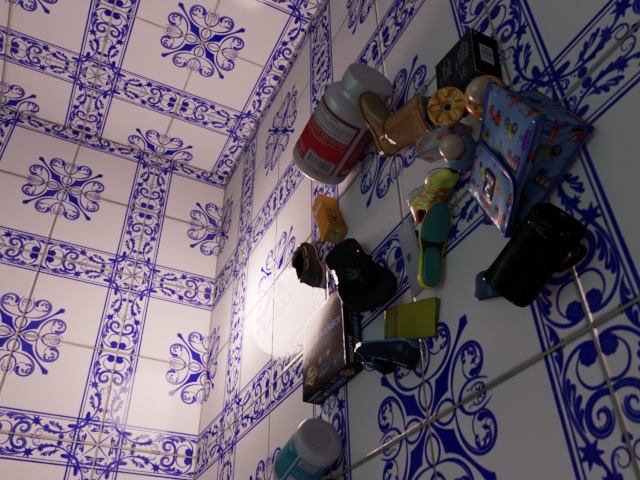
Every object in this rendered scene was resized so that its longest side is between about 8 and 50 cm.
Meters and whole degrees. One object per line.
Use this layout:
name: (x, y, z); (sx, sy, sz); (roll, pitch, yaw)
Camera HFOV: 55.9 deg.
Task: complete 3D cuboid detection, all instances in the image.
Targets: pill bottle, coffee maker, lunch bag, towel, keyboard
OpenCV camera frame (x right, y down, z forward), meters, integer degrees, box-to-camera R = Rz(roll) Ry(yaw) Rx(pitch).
pill bottle: (-0.053, 0.663, 1.812); (0.264, 0.146, 0.146); (-59, 26, 33)
pill bottle: (0.080, -0.411, 2.143); (0.407, 0.229, 0.229); (-56, 28, 38)
coffee maker: (0.392, 0.026, 1.142); (0.120, 0.171, 0.178); (56, 130, 42)
lunch bag: (0.419, -0.162, 1.312); (0.221, 0.138, 0.293); (-111, 30, -56)
towel: (0.382, 0.091, 1.310); (0.119, 0.029, 0.067); (151, 131, -62)
towel: (0.238, 0.216, 1.595); (0.237, 0.021, 0.102); (-28, 55, 60)
keyboard: (0.255, 0.042, 1.688); (0.256, 0.014, 0.072); (-96, 25, -44)

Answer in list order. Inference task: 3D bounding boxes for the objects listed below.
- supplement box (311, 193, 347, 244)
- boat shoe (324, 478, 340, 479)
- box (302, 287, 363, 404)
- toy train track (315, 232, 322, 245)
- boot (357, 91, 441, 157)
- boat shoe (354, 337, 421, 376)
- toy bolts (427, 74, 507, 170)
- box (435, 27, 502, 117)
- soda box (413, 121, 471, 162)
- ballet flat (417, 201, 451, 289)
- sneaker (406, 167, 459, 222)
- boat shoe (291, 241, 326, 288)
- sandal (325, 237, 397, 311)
supplement box: (0.031, -0.081, 2.236); (0.080, 0.078, 0.233); (-64, 23, 24)
boat shoe: (0.039, 0.731, 1.669); (0.056, 0.049, 0.152); (-62, 25, 27)
box: (0.032, 0.336, 1.945); (0.295, 0.073, 0.293); (-51, 32, 44)
toy train track: (0.000, 0.000, 2.342); (0.083, 0.014, 0.048); (127, 144, -54)
boot: (0.239, -0.390, 1.840); (0.236, 0.089, 0.269); (62, 156, -2)
boat shoe: (0.162, 0.311, 1.595); (0.258, 0.109, 0.089); (148, 131, -63)
toy bolts: (0.327, -0.285, 1.447); (0.218, 0.158, 0.228); (14, 92, 32)
box: (0.387, -0.439, 1.591); (0.158, 0.093, 0.156); (-43, 37, 51)
soda box: (0.330, -0.268, 1.648); (0.183, 0.063, 0.058); (-19, 59, 65)
ballet flat: (0.284, 0.015, 1.556); (0.077, 0.077, 0.231); (124, 156, -76)
sneaker: (0.306, -0.116, 1.598); (0.208, 0.081, 0.094); (126, 145, -55)
boat shoe: (-0.065, 0.082, 2.321); (0.335, 0.095, 0.112); (-126, 50, -64)
sandal: (0.092, 0.087, 1.839); (0.167, 0.107, 0.446); (-40, 24, -1)
